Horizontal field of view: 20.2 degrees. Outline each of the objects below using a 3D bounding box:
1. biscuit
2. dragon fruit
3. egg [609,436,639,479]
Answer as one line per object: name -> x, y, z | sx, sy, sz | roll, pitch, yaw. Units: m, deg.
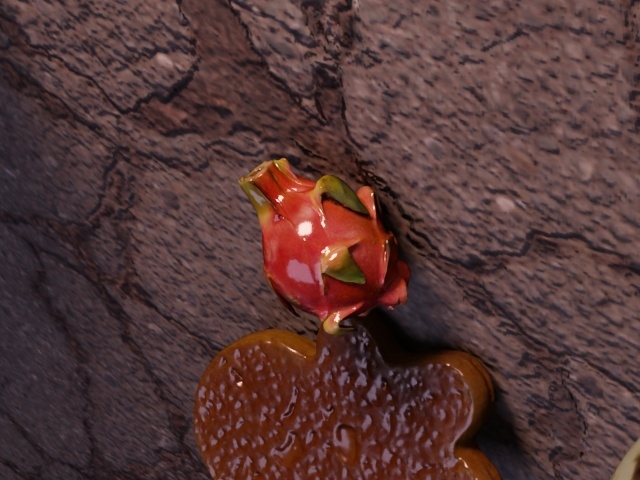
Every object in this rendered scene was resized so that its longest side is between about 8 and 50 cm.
biscuit -> 0.015, 0.127, 1.191 | 0.236, 0.039, 0.180 | 1, 104, 33
dragon fruit -> 0.000, -0.001, 1.067 | 0.116, 0.081, 0.086 | 53, 159, -20
egg -> 0.235, 0.149, 0.903 | 0.169, 0.169, 0.231 | 42, 139, -2
